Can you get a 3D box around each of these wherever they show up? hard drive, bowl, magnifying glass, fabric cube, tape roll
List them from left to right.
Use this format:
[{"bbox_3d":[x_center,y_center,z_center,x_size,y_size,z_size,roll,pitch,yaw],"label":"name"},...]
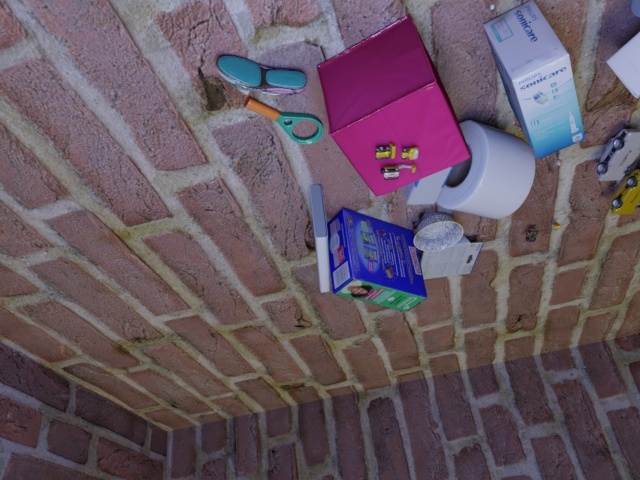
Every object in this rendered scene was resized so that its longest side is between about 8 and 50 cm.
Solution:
[{"bbox_3d":[-0.092,-0.315,1.406,0.230,0.026,0.092,20,136,-32],"label":"magnifying glass"},{"bbox_3d":[0.000,0.000,1.705,0.040,0.203,0.308,-6,144,-1],"label":"hard drive"},{"bbox_3d":[0.170,-0.307,1.273,0.258,0.254,0.258,-23,142,20],"label":"fabric cube"},{"bbox_3d":[0.393,-0.042,1.831,0.169,0.080,0.170,-5,144,-4],"label":"bowl"},{"bbox_3d":[0.443,-0.192,1.495,0.168,0.246,0.246,9,141,-24],"label":"tape roll"}]

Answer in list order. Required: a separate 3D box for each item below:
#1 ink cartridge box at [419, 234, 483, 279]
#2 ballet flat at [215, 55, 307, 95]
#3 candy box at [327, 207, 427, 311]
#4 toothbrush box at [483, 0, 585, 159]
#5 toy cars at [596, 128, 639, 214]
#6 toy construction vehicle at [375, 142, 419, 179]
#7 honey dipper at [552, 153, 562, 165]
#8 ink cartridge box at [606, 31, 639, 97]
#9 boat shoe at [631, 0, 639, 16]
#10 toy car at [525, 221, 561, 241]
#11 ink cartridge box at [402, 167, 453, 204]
[{"bbox_3d":[0.478,0.065,2.025,0.223,0.045,0.223,-6,145,-5],"label":"ink cartridge box"},{"bbox_3d":[-0.142,-0.378,1.278,0.221,0.077,0.079,4,162,-18],"label":"ballet flat"},{"bbox_3d":[0.184,0.068,1.780,0.316,0.269,0.122,16,141,-30],"label":"candy box"},{"bbox_3d":[0.512,-0.375,1.280,0.126,0.217,0.295,-22,143,19],"label":"toothbrush box"},{"bbox_3d":[0.962,-0.224,1.696,0.176,0.087,0.393,-30,136,20],"label":"toy cars"},{"bbox_3d":[0.169,-0.182,1.207,0.098,0.035,0.086,-8,134,-3],"label":"toy construction vehicle"},{"bbox_3d":[0.635,-0.268,1.499,0.030,0.161,0.031,-4,145,-3],"label":"honey dipper"},{"bbox_3d":[0.820,-0.471,1.208,0.207,0.117,0.283,-25,165,-44],"label":"ink cartridge box"},{"bbox_3d":[0.778,-0.597,1.146,0.084,0.095,0.258,-6,156,-13],"label":"boat shoe"},{"bbox_3d":[0.807,-0.033,1.959,0.121,0.041,0.060,-10,123,7],"label":"toy car"},{"bbox_3d":[0.267,-0.221,1.456,0.085,0.203,0.148,-1,144,-13],"label":"ink cartridge box"}]
